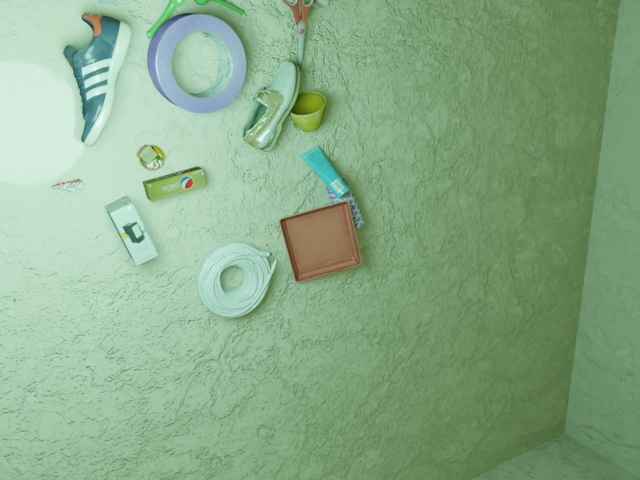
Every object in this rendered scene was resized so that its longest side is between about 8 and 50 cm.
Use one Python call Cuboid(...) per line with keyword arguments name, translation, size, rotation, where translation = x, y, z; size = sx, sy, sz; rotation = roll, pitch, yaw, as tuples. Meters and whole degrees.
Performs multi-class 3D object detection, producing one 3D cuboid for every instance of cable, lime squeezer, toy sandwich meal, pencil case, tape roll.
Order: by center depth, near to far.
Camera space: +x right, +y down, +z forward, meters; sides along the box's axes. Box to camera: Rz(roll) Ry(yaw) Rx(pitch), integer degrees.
Cuboid(name="lime squeezer", translation=(-0.369, -0.685, 1.566), size=(0.310, 0.058, 0.110), rotation=(-26, 115, -24))
Cuboid(name="tape roll", translation=(-0.360, -0.518, 1.574), size=(0.274, 0.090, 0.275), rotation=(-14, 118, -28))
Cuboid(name="toy sandwich meal", translation=(-0.508, -0.250, 1.612), size=(0.085, 0.029, 0.086), rotation=(-9, 107, -29))
Cuboid(name="cable", translation=(-0.295, 0.129, 1.811), size=(0.257, 0.089, 0.257), rotation=(18, 94, -33))
Cuboid(name="pencil case", translation=(0.092, -0.130, 1.977), size=(0.086, 0.088, 0.206), rotation=(-33, 118, -16))

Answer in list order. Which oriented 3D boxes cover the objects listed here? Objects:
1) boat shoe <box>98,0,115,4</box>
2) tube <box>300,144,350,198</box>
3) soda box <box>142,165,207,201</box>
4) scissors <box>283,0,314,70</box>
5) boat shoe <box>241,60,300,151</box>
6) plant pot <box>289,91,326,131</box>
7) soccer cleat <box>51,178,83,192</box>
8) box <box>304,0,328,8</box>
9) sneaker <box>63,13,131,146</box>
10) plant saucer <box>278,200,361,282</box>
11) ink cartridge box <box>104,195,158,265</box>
Cuboid(name="boat shoe", translation=(-0.637, -0.726, 1.382), size=(0.258, 0.095, 0.084), rotation=(37, 52, -40))
Cuboid(name="tube", translation=(0.021, -0.240, 1.879), size=(0.080, 0.052, 0.207), rotation=(-35, 82, -23))
Cuboid(name="soda box", translation=(-0.447, -0.175, 1.650), size=(0.181, 0.061, 0.058), rotation=(-22, 114, -25))
Cuboid(name="scissors", translation=(-0.053, -0.690, 1.713), size=(0.108, 0.021, 0.297), rotation=(-22, 132, -8))
Cuboid(name="boat shoe", translation=(-0.160, -0.442, 1.725), size=(0.103, 0.113, 0.303), rotation=(18, 94, -39))
Cuboid(name="plant pot", translation=(-0.043, -0.423, 1.805), size=(0.134, 0.134, 0.095), rotation=(-34, 142, -19))
Cuboid(name="soccer cleat", translation=(-0.715, -0.151, 1.515), size=(0.083, 0.029, 0.036), rotation=(-17, 107, -32))
Cuboid(name="box", translation=(-0.092, -0.840, 1.670), size=(0.274, 0.094, 0.113), rotation=(14, 97, -33))
Cuboid(name="sneaker", translation=(-0.626, -0.436, 1.444), size=(0.148, 0.131, 0.351), rotation=(14, 90, -26))
Cuboid(name="plant saucer", translation=(0.000, 0.000, 1.939), size=(0.258, 0.048, 0.259), rotation=(-15, 111, -4))
Cuboid(name="ink cartridge box", translation=(-0.560, -0.031, 1.582), size=(0.072, 0.127, 0.175), rotation=(-28, 115, -19))
